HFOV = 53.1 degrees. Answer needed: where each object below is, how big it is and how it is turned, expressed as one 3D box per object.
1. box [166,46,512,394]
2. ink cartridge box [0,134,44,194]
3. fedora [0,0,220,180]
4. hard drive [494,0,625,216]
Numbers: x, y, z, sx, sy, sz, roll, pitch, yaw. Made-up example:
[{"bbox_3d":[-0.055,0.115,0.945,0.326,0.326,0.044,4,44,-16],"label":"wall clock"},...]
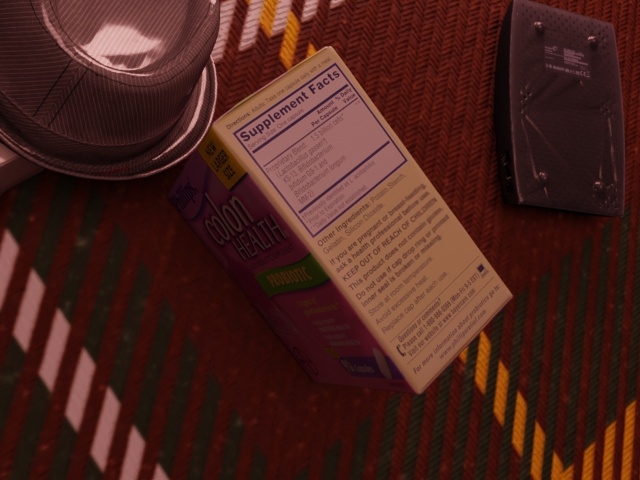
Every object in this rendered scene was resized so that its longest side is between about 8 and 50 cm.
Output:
[{"bbox_3d":[0.000,0.000,0.557,0.117,0.213,0.243,-39,96,-23],"label":"box"},{"bbox_3d":[-0.295,-0.091,0.523,0.090,0.092,0.143,-36,96,-24],"label":"ink cartridge box"},{"bbox_3d":[-0.165,-0.184,0.517,0.244,0.124,0.275,41,47,-21],"label":"fedora"},{"bbox_3d":[0.290,-0.156,0.784,0.172,0.054,0.254,5,79,-20],"label":"hard drive"}]
